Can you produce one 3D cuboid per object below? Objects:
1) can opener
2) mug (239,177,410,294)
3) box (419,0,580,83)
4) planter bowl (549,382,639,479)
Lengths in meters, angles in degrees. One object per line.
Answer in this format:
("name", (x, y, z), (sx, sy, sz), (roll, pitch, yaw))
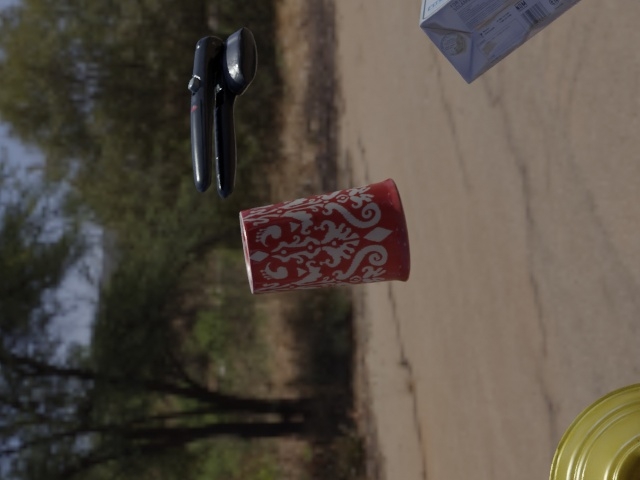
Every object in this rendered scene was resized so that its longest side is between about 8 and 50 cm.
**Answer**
("can opener", (-0.105, -0.127, 1.260), (0.073, 0.059, 0.186), (138, 143, -56))
("mug", (0.002, 0.008, 1.382), (0.150, 0.169, 0.113), (99, 161, -69))
("box", (0.203, -0.308, 1.416), (0.169, 0.087, 0.290), (-36, 20, 26))
("planter bowl", (0.318, 0.232, 1.163), (0.090, 0.217, 0.217), (46, -139, -73))
